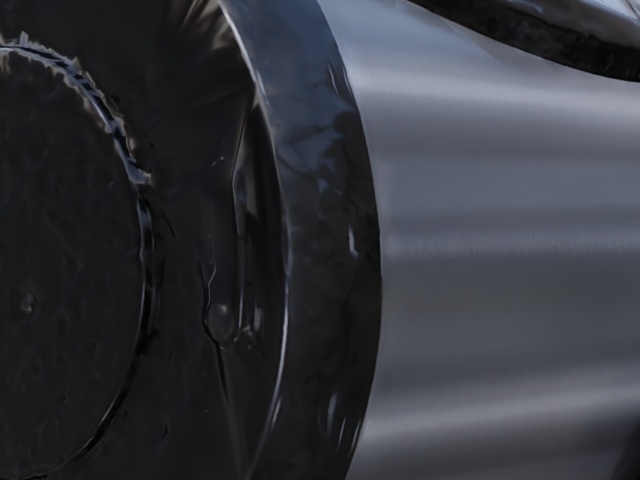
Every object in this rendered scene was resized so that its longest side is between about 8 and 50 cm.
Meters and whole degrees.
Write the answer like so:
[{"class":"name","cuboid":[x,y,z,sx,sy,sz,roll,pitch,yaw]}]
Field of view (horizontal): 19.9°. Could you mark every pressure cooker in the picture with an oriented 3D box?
[{"class":"pressure cooker","cuboid":[-0.004,0.004,0.916,0.375,0.370,0.420,-19,-13,41]}]
